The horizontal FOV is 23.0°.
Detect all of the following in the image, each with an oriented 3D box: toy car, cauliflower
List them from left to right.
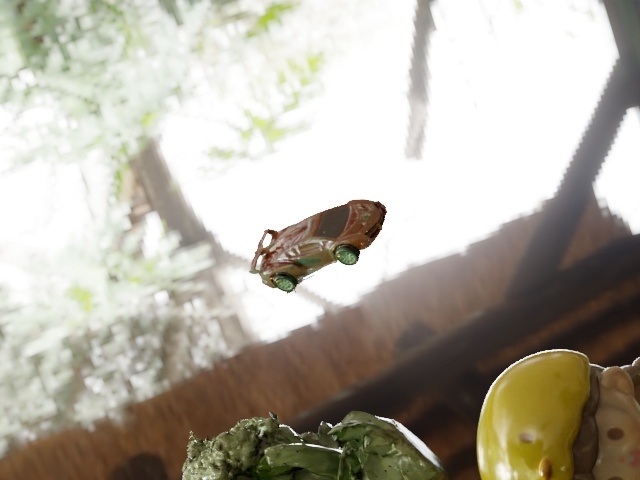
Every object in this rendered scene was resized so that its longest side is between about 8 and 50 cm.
[{"bbox_3d":[0.000,0.000,1.230,0.122,0.035,0.059,-25,-148,39],"label":"toy car"},{"bbox_3d":[0.019,0.247,1.452,0.275,0.272,0.250,0,136,-45],"label":"cauliflower"}]

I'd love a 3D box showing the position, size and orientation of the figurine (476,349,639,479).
[{"bbox_3d":[0.346,0.236,1.766,0.343,0.215,0.187,5,-178,-5],"label":"figurine"}]
